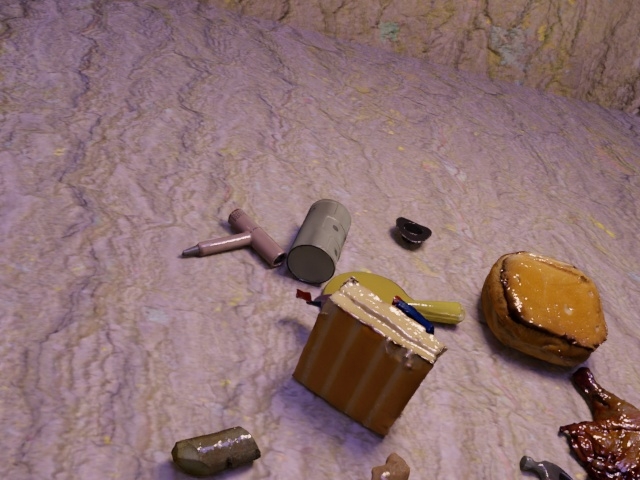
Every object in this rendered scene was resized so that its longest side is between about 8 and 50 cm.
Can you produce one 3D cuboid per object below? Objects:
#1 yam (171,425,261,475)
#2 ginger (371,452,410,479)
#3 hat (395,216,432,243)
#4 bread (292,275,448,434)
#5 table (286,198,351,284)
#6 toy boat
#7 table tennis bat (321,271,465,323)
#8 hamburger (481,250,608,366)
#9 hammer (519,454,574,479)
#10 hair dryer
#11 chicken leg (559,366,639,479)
[{"bbox_3d":[-0.179,0.367,0.938,0.147,0.069,0.069,-5,44,-30],"label":"yam"},{"bbox_3d":[0.125,0.488,0.924,0.149,0.065,0.258,36,34,2],"label":"ginger"},{"bbox_3d":[0.270,-0.020,1.606,0.121,0.050,0.121,10,34,-7],"label":"hat"},{"bbox_3d":[0.095,0.231,1.070,0.239,0.245,0.111,31,35,15],"label":"bread"},{"bbox_3d":[0.000,0.000,1.413,0.127,0.126,0.220,20,37,2],"label":"table"},{"bbox_3d":[0.104,0.152,1.154,0.319,0.219,0.071,29,62,1],"label":"toy boat"},{"bbox_3d":[0.182,0.167,1.346,0.369,0.054,0.224,5,43,-11],"label":"table tennis bat"},{"bbox_3d":[0.566,0.173,1.387,0.305,0.174,0.284,19,40,1],"label":"hamburger"},{"bbox_3d":[0.441,0.542,1.001,0.111,0.033,0.287,17,38,0],"label":"hammer"},{"bbox_3d":[-0.225,0.018,1.360,0.221,0.053,0.195,-24,55,-40],"label":"hair dryer"},{"bbox_3d":[0.631,0.416,1.202,0.178,0.082,0.322,18,38,24],"label":"chicken leg"}]
